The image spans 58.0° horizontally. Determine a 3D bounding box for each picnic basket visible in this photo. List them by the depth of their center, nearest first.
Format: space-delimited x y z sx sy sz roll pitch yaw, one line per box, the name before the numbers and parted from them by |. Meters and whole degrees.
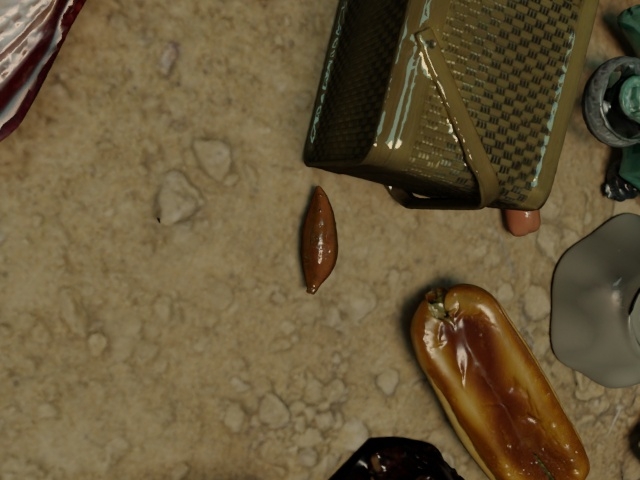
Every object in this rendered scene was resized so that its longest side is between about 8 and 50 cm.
picnic basket | 0.098 -0.157 0.443 0.139 0.165 0.266 13 93 -19

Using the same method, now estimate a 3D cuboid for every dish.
dish | 0.330 0.069 0.589 0.191 0.066 0.190 -2 97 -16

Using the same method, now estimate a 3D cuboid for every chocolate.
chocolate | 0.093 0.268 0.509 0.156 0.133 0.156 -2 95 -18

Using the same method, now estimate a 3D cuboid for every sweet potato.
sweet potato | 0.000 0.000 0.501 0.034 0.034 0.094 3 96 -17

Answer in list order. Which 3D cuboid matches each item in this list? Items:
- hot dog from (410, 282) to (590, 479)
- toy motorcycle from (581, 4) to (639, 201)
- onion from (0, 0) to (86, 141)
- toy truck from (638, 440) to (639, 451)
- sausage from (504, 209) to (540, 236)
hot dog | 0.166 0.150 0.549 0.100 0.068 0.249 -31 102 2
toy motorcycle | 0.387 -0.109 0.566 0.297 0.109 0.198 29 84 -18
onion | -0.254 -0.152 0.362 0.284 0.120 0.226 -15 98 -11
toy truck | 0.471 0.167 0.605 0.270 0.135 0.114 -46 107 -7
sausage | 0.190 -0.045 0.551 0.034 0.034 0.083 -13 101 -15
